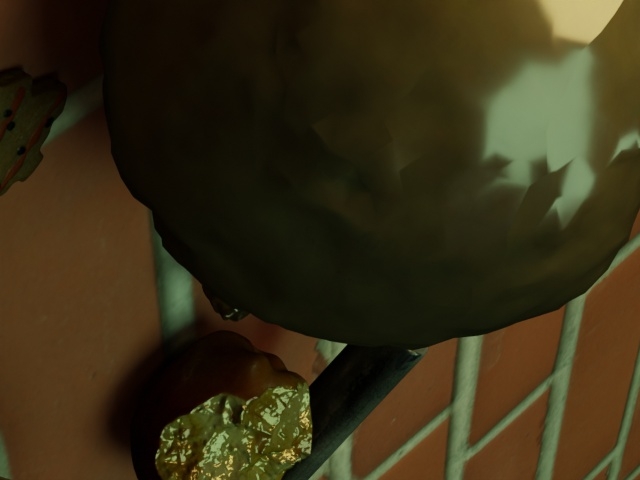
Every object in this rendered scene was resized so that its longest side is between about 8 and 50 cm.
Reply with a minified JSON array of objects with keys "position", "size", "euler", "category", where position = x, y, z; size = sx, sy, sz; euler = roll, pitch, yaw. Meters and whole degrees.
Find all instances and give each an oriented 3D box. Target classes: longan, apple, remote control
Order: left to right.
[{"position":[-0.085,0.163,1.526],"size":[0.156,0.147,0.158],"euler":[34,77,-36],"category":"apple"},{"position":[-0.030,0.197,1.618],"size":[0.377,0.044,0.107],"euler":[-49,-167,25],"category":"remote control"},{"position":[0.073,-0.132,1.159],"size":[0.436,0.404,0.404],"euler":[-39,151,-11],"category":"longan"}]

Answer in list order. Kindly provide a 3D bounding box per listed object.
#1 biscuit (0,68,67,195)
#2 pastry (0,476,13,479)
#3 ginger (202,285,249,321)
[{"position":[-0.224,-0.069,1.163],"size":[0.119,0.019,0.130],"euler":[-54,153,0],"category":"biscuit"},{"position":[-0.242,0.351,1.222],"size":[0.313,0.388,0.388],"euler":[10,121,-16],"category":"pastry"},{"position":[0.012,-0.008,1.521],"size":[0.133,0.107,0.309],"euler":[-39,161,26],"category":"ginger"}]
